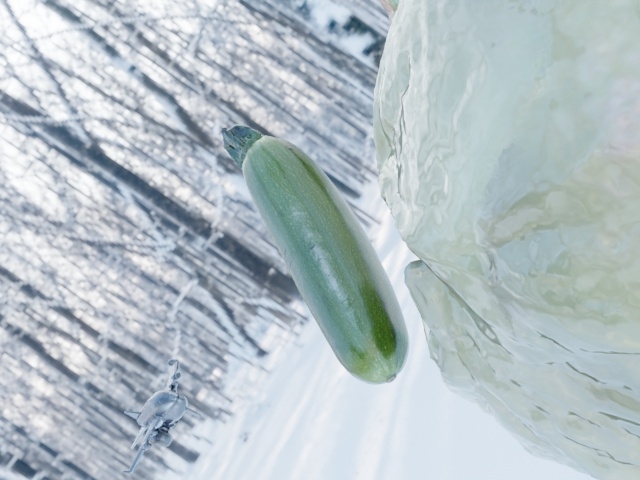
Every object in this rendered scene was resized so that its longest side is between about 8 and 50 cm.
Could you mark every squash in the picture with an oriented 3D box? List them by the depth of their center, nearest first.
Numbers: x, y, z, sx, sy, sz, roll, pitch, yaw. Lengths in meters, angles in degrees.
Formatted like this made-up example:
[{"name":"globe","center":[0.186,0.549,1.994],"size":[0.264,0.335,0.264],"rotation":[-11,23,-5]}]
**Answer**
[{"name":"squash","center":[0.000,0.000,0.732],"size":[0.066,0.252,0.066],"rotation":[-23,-27,-12]}]

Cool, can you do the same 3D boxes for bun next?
[{"name":"bun","center":[0.140,-0.008,0.488],"size":[0.213,0.361,0.361],"rotation":[-30,2,-1]}]

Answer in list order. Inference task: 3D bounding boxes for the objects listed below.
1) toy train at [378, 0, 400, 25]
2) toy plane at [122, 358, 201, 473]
[{"name":"toy train","center":[0.112,-0.256,0.804],"size":[0.176,0.118,0.074],"rotation":[-35,6,2]},{"name":"toy plane","center":[-0.098,0.106,0.592],"size":[0.083,0.031,0.078],"rotation":[-31,35,54]}]
